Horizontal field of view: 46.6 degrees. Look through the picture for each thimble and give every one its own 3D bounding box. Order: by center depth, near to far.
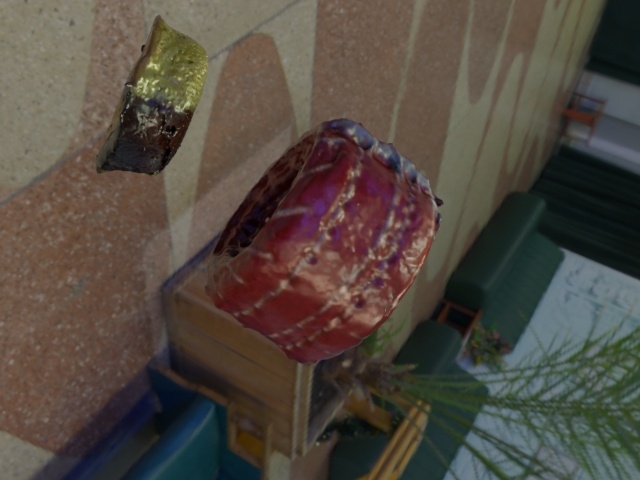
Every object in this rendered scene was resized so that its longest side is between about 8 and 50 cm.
[{"bbox_3d":[-0.004,0.006,0.613,0.189,0.125,0.163,-42,-159,38],"label":"thimble"}]

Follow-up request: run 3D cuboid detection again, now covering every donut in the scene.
[{"bbox_3d":[-0.140,-0.113,0.619,0.140,0.059,0.140,-52,-153,41],"label":"donut"}]
